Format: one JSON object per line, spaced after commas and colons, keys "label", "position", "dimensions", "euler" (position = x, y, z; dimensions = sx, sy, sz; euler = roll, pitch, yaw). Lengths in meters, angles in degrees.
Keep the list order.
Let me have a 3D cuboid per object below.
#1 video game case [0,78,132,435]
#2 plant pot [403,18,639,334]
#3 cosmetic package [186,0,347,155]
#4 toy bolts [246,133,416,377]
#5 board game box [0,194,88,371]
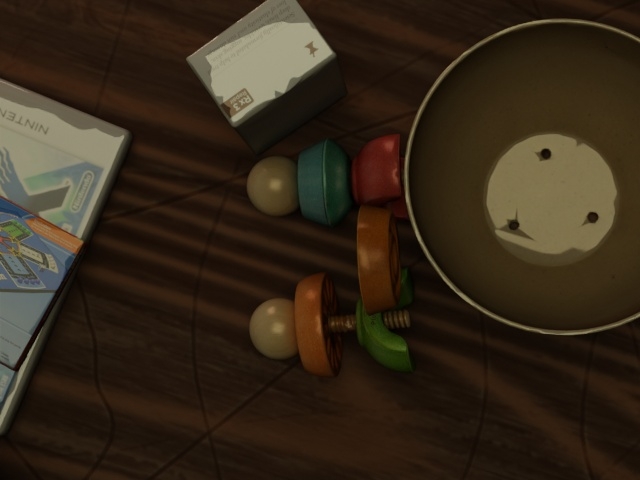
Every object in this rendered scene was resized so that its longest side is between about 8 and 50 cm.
{"label": "video game case", "position": [-0.386, -0.013, 1.863], "dimensions": [0.300, 0.036, 0.329], "euler": [22, 87, 6]}
{"label": "plant pot", "position": [0.220, -0.050, 1.751], "dimensions": [0.284, 0.191, 0.284], "euler": [0, 85, 3]}
{"label": "cosmetic package", "position": [-0.046, -0.155, 1.756], "dimensions": [0.117, 0.231, 0.085], "euler": [-35, 83, -1]}
{"label": "toy bolts", "position": [0.000, 0.000, 1.768], "dimensions": [0.158, 0.218, 0.228], "euler": [-3, 66, 9]}
{"label": "board game box", "position": [-0.385, -0.001, 1.830], "dimensions": [0.281, 0.027, 0.145], "euler": [28, 88, 6]}
